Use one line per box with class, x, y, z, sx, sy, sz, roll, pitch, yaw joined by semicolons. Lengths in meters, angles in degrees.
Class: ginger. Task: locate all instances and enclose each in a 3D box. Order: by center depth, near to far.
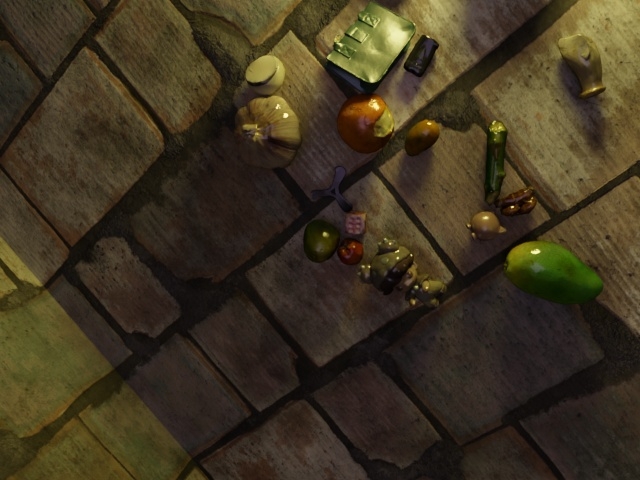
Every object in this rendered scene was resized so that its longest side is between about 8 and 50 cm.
ginger;0.799;-0.146;1.745;0.162;0.073;0.103;-22;84;24

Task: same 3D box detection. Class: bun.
bun;-0.223;-0.689;1.824;0.172;0.120;0.173;-10;64;21

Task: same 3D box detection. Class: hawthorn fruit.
hawthorn fruit;0.136;0.054;1.939;0.125;0.140;0.125;-5;69;13

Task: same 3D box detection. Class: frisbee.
frisbee;0.045;-0.225;1.940;0.187;0.012;0.211;-4;103;16

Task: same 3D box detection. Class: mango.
mango;0.930;0.131;1.715;0.381;0.201;0.226;21;98;5
mango;0.410;-0.422;1.760;0.163;0.089;0.111;-30;97;27

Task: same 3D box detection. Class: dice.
dice;0.159;-0.079;1.906;0.094;0.091;0.093;2;104;14

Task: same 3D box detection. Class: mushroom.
mushroom;0.965;-0.643;1.565;0.108;0.096;0.247;-30;99;-7

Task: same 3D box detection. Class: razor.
razor;0.399;-0.731;1.699;0.090;0.054;0.148;32;108;4

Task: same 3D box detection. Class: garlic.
garlic;-0.226;-0.461;1.845;0.321;0.241;0.323;-3;110;-7

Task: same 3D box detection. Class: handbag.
handbag;0.193;-0.746;1.663;0.238;0.089;0.327;35;80;7

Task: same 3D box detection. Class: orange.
orange;0.182;-0.470;1.726;0.239;0.240;0.240;3;105;13

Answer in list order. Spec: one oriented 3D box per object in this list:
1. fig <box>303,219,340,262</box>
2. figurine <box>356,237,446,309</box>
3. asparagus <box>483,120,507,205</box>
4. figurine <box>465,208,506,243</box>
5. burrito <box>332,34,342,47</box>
fig;0.000;0.000;1.921;0.180;0.181;0.191;-31;77;19
figurine;0.369;0.157;1.873;0.380;0.203;0.248;31;116;-8
asparagus;0.699;-0.305;1.724;0.081;0.085;0.344;-2;102;-10
figurine;0.681;-0.058;1.775;0.137;0.125;0.125;-22;98;5
burrito;0.150;-0.764;1.745;0.225;0.060;0.087;30;64;5
